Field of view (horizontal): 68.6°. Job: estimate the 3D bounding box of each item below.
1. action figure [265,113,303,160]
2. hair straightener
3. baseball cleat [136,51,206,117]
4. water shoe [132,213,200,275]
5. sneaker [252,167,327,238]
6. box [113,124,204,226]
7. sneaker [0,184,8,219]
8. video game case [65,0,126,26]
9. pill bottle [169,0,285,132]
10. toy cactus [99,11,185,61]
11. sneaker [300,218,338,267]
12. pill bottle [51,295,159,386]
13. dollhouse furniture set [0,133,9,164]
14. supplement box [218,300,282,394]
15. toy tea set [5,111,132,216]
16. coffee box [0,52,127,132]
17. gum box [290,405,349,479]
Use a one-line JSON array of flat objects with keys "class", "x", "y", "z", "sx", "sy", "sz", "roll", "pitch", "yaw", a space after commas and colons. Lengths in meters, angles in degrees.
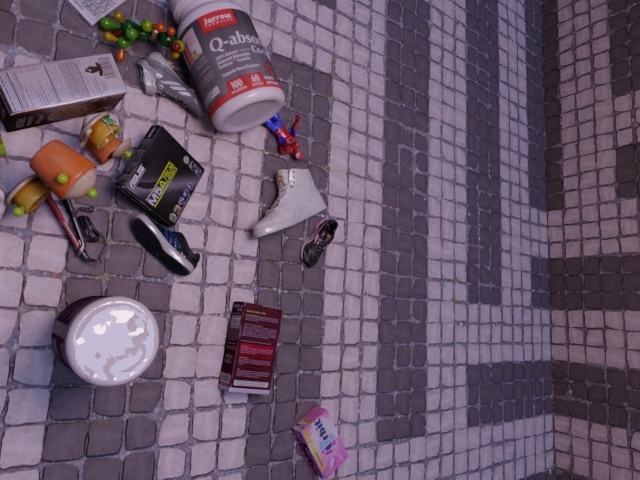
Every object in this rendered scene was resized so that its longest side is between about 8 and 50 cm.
[{"class": "action figure", "x": -0.122, "y": -0.362, "z": 1.410, "sx": 0.091, "sy": 0.139, "sz": 0.280, "roll": -49, "pitch": 115, "yaw": -28}, {"class": "hair straightener", "x": -0.561, "y": -0.051, "z": 1.095, "sx": 0.089, "sy": 0.047, "sz": 0.231, "roll": -32, "pitch": 98, "yaw": -35}, {"class": "baseball cleat", "x": -0.402, "y": -0.396, "z": 1.253, "sx": 0.109, "sy": 0.072, "sz": 0.206, "roll": -45, "pitch": 102, "yaw": -23}, {"class": "water shoe", "x": -0.398, "y": 0.003, "z": 1.212, "sx": 0.203, "sy": 0.072, "sz": 0.080, "roll": 54, "pitch": 36, "yaw": -24}, {"class": "sneaker", "x": -0.117, "y": -0.123, "z": 1.408, "sx": 0.292, "sy": 0.108, "sz": 0.169, "roll": -31, "pitch": 102, "yaw": -45}, {"class": "box", "x": -0.400, "y": -0.160, "z": 1.191, "sx": 0.184, "sy": 0.045, "sz": 0.191, "roll": 53, "pitch": 53, "yaw": -52}, {"class": "sneaker", "x": -0.733, "y": -0.003, "z": 0.900, "sx": 0.114, "sy": 0.152, "sz": 0.305, "roll": 45, "pitch": 62, "yaw": -29}, {"class": "video game case", "x": -0.575, "y": -0.638, "z": 1.174, "sx": 0.143, "sy": 0.019, "sz": 0.157, "roll": 46, "pitch": 60, "yaw": -23}, {"class": "pill bottle", "x": -0.256, "y": -0.494, "z": 1.257, "sx": 0.210, "sy": 0.210, "sz": 0.363, "roll": -22, "pitch": 86, "yaw": -36}, {"class": "toy cactus", "x": -0.436, "y": -0.517, "z": 1.196, "sx": 0.181, "sy": 0.218, "sz": 0.112, "roll": -72, "pitch": 169, "yaw": -61}, {"class": "sneaker", "x": 0.000, "y": 0.000, "z": 1.489, "sx": 0.072, "sy": 0.077, "sz": 0.178, "roll": 34, "pitch": 66, "yaw": -27}, {"class": "pill bottle", "x": -0.462, "y": 0.200, "z": 0.983, "sx": 0.169, "sy": 0.301, "sz": 0.170, "roll": 4, "pitch": 83, "yaw": -36}, {"class": "dollhouse furniture set", "x": -0.703, "y": -0.185, "z": 0.983, "sx": 0.076, "sy": 0.152, "sz": 0.059, "roll": -17, "pitch": 134, "yaw": -31}, {"class": "supplement box", "x": -0.194, "y": 0.299, "z": 1.313, "sx": 0.130, "sy": 0.073, "sz": 0.240, "roll": 18, "pitch": 75, "yaw": -35}, {"class": "toy tea set", "x": -0.502, "y": -0.159, "z": 1.023, "sx": 0.124, "sy": 0.200, "sz": 0.336, "roll": 43, "pitch": 37, "yaw": -15}, {"class": "coffee box", "x": -0.587, "y": -0.333, "z": 1.055, "sx": 0.246, "sy": 0.141, "sz": 0.098, "roll": -27, "pitch": 101, "yaw": -34}, {"class": "gum box", "x": 0.001, "y": 0.618, "z": 1.427, "sx": 0.107, "sy": 0.062, "sz": 0.189, "roll": -32, "pitch": 103, "yaw": -34}]
